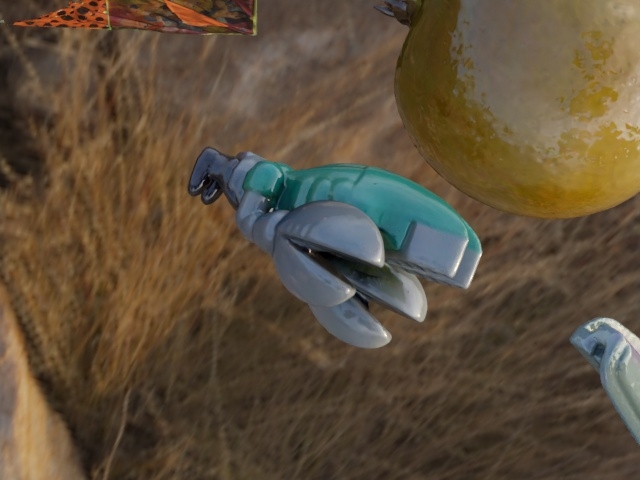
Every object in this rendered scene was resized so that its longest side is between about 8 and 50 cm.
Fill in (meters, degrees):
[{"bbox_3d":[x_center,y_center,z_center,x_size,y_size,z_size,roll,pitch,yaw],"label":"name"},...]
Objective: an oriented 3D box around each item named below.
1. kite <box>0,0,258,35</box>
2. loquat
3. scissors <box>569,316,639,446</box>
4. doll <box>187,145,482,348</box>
[{"bbox_3d":[-0.081,-0.146,1.173,0.125,0.222,0.008,16,67,-47],"label":"kite"},{"bbox_3d":[0.104,-0.086,0.857,0.163,0.163,0.137,42,33,4],"label":"loquat"},{"bbox_3d":[0.191,0.111,0.924,0.125,0.030,0.256,-50,131,-6],"label":"scissors"},{"bbox_3d":[0.012,0.005,1.659,0.195,0.258,0.153,22,87,-42],"label":"doll"}]
